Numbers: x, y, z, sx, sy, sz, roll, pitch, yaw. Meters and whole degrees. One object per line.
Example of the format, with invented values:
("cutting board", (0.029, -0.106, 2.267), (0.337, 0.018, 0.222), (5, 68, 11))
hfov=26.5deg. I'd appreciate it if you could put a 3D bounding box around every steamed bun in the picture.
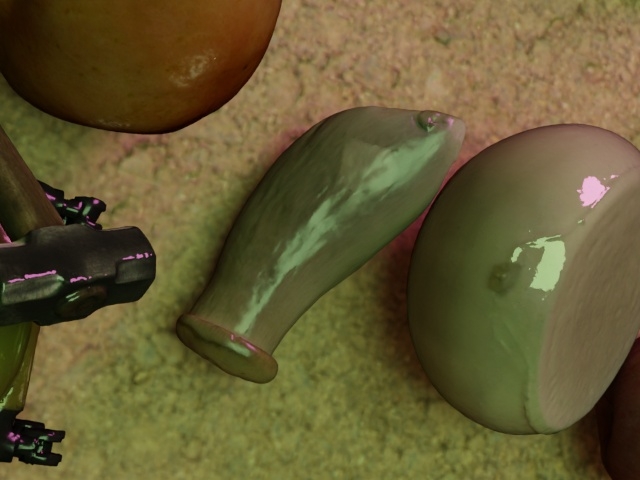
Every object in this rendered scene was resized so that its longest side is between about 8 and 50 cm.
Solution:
("steamed bun", (0.145, 0.021, 0.992), (0.232, 0.145, 0.232), (-34, 135, -42))

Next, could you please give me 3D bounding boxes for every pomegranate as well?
("pomegranate", (-0.125, -0.163, 0.870), (0.209, 0.209, 0.209), (1, 89, -23))

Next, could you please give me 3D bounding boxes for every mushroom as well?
("mushroom", (-0.005, -0.009, 0.969), (0.108, 0.096, 0.247), (41, 81, 14))

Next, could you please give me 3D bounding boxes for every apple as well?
("apple", (0.278, 0.141, 1.059), (0.119, 0.153, 0.154), (1, 88, -5))

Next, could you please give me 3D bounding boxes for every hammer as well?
("hammer", (-0.233, -0.101, 0.813), (0.111, 0.043, 0.365), (-12, 59, -47))

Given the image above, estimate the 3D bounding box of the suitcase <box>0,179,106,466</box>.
("suitcase", (-0.264, 0.036, 0.833), (0.234, 0.143, 0.194), (12, 84, -22))
